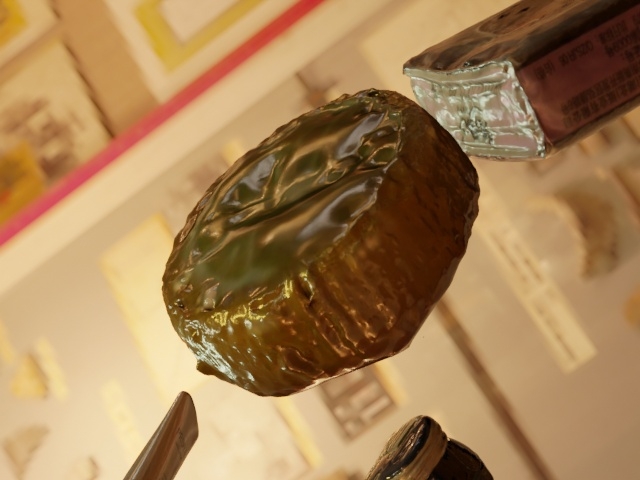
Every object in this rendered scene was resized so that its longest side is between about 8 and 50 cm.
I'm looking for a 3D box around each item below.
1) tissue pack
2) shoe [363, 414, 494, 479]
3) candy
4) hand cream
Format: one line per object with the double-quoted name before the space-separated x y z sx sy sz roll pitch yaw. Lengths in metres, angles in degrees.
"tissue pack" 0.275 -0.192 1.750 0.122 0.361 0.259 64 166 -9
"shoe" 0.087 0.209 1.640 0.106 0.091 0.207 36 164 -1
"candy" 0.000 0.000 1.482 0.118 0.260 0.260 50 -171 -26
"hand cream" -0.203 0.283 2.257 0.048 0.255 0.079 17 142 21
